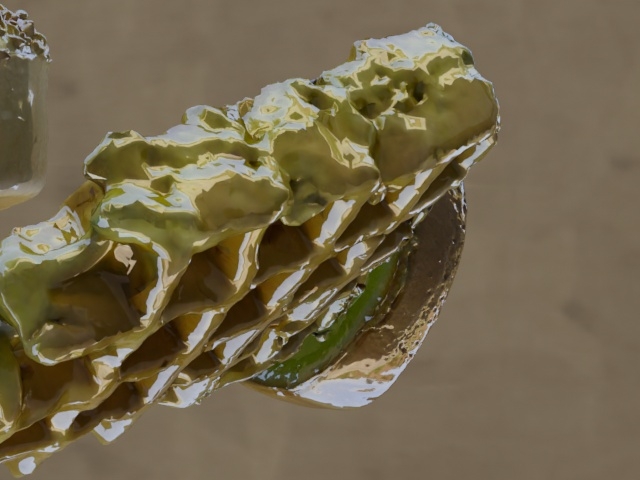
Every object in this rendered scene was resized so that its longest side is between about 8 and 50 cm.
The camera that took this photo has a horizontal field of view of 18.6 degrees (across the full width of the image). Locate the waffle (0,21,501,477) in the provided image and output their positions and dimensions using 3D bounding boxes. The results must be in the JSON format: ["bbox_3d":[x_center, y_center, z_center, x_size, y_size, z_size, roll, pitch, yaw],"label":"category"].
[{"bbox_3d":[-0.049,0.011,0.663,0.211,0.160,0.055,-22,-109,-42],"label":"waffle"}]

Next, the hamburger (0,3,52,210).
[{"bbox_3d":[-0.318,-0.087,1.285,0.302,0.302,0.170,-8,-93,-34],"label":"hamburger"}]

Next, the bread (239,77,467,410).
[{"bbox_3d":[0.000,0.000,1.362,0.070,0.236,0.236,19,-98,-44],"label":"bread"}]
